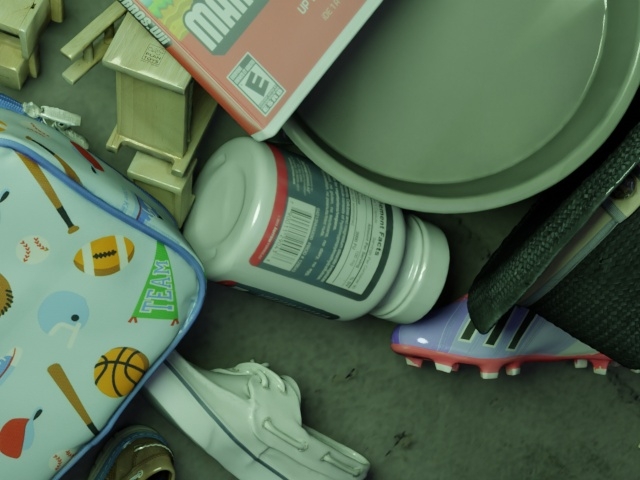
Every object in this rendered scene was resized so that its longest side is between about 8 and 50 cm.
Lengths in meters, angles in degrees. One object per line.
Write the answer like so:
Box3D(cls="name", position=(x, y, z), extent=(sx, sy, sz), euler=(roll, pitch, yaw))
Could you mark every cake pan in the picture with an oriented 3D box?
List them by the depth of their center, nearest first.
Box3D(cls="cake pan", position=(0.087, -0.165, 1.366), extent=(0.293, 0.054, 0.293), euler=(0, 92, -7))

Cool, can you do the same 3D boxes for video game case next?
Box3D(cls="video game case", position=(-0.077, -0.232, 1.245), extent=(0.285, 0.025, 0.204), euler=(45, 63, -15))

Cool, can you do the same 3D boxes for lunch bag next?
Box3D(cls="lunch bag", position=(-0.239, 0.049, 1.307), extent=(0.243, 0.115, 0.303), euler=(34, 101, -31))

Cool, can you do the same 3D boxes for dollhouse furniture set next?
Box3D(cls="dollhouse furniture set", position=(-0.149, -0.119, 1.340), extent=(0.182, 0.161, 0.101), euler=(100, 12, -60))

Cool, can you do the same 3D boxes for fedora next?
Box3D(cls="fedora", position=(0.263, -0.024, 1.419), extent=(0.152, 0.334, 0.334), euler=(42, 88, 0))

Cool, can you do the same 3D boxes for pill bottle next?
Box3D(cls="pill bottle", position=(0.000, 0.000, 1.422), extent=(0.180, 0.108, 0.108), euler=(20, 101, -31))

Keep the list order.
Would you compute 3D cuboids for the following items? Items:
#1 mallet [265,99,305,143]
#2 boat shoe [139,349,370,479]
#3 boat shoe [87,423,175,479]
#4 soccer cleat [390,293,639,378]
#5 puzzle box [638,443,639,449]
Box3D(cls="mallet", position=(0.034, -0.092, 1.445), extent=(0.189, 0.039, 0.062), euler=(9, 100, -33))
Box3D(cls="boat shoe", position=(-0.055, 0.131, 1.468), extent=(0.084, 0.095, 0.258), euler=(-50, 134, -5))
Box3D(cls="boat shoe", position=(-0.163, 0.230, 1.459), extent=(0.066, 0.066, 0.183), euler=(16, 102, -31))
Box3D(cls="soccer cleat", position=(0.165, 0.060, 1.555), extent=(0.248, 0.083, 0.095), euler=(1, 92, -27))
Box3D(cls="puzzle box", position=(0.489, 0.240, 1.799), extent=(0.272, 0.052, 0.409), euler=(-41, 122, -7))
